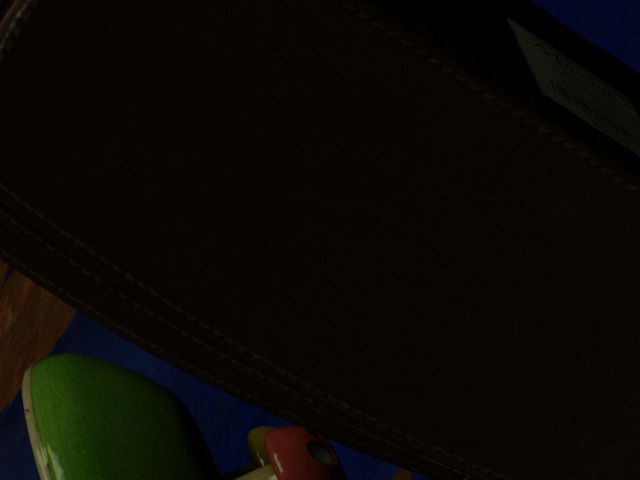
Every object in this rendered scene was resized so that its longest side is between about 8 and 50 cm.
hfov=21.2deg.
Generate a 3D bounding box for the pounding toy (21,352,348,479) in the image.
[{"bbox_3d":[-0.032,0.139,0.743,0.110,0.237,0.183,-23,29,-2],"label":"pounding toy"}]

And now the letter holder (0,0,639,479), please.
[{"bbox_3d":[0.000,0.000,0.643,0.214,0.302,0.152,-53,20,20],"label":"letter holder"}]
